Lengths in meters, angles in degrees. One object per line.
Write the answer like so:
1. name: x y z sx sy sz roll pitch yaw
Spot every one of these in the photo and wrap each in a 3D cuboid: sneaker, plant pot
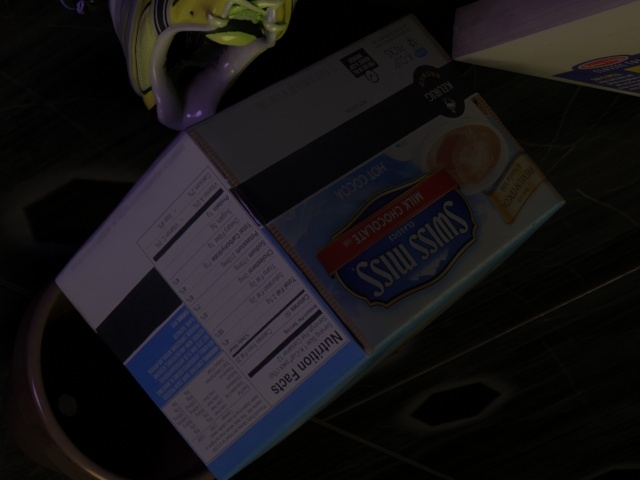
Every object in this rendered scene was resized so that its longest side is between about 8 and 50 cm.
1. sneaker: -0.042 -0.231 1.264 0.145 0.147 0.385 2 145 -25
2. plant pot: -0.225 0.156 1.776 0.263 0.263 0.229 5 161 -32

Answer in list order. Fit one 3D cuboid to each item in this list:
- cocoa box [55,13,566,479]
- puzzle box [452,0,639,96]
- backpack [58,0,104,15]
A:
1. cocoa box: 0.000 0.000 1.450 0.231 0.228 0.347 -44 173 40
2. puzzle box: 0.329 -0.185 1.404 0.272 0.052 0.409 7 172 -29
3. backpack: -0.174 -0.268 1.147 0.117 0.173 0.158 24 162 19
